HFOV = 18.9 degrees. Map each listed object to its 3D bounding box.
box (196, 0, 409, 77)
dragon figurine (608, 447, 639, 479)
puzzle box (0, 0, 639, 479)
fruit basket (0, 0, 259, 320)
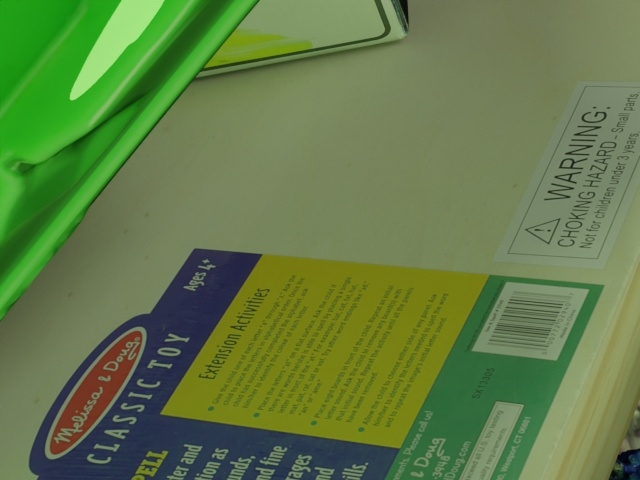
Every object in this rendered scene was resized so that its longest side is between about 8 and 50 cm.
[{"bbox_3d":[-0.059,-0.208,0.830,0.087,0.169,0.290,65,18,-55],"label":"box"},{"bbox_3d":[0.078,0.194,0.786,0.289,0.085,0.144,-36,89,-40],"label":"dragon figurine"},{"bbox_3d":[0.000,0.000,0.728,0.409,0.272,0.052,-59,143,-41],"label":"puzzle box"},{"bbox_3d":[-0.209,-0.064,0.584,0.283,0.392,0.392,38,48,-16],"label":"fruit basket"}]
